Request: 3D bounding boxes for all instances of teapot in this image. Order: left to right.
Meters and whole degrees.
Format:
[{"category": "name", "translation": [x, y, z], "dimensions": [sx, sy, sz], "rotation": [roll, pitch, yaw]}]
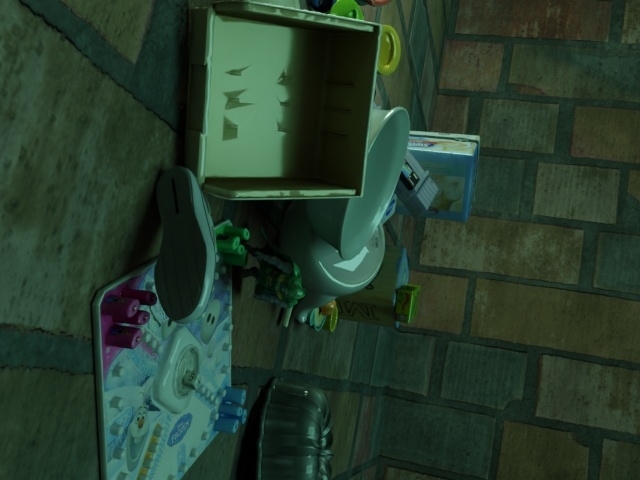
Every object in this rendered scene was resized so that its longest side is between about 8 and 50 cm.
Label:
[{"category": "teapot", "translation": [0.000, 0.000, 1.430], "dimensions": [0.256, 0.187, 0.252], "rotation": [-47, 112, -34]}]

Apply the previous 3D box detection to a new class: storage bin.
[{"category": "storage bin", "translation": [-0.058, -0.201, 0.992], "dimensions": [0.260, 0.123, 0.262], "rotation": [-4, 107, -38]}]

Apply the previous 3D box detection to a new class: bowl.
[{"category": "bowl", "translation": [0.048, -0.123, 1.246], "dimensions": [0.298, 0.134, 0.298], "rotation": [-55, 159, -33]}]

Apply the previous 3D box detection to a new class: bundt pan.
[{"category": "bundt pan", "translation": [-0.045, 0.472, 1.497], "dimensions": [0.331, 0.124, 0.331], "rotation": [0, 90, -79]}]

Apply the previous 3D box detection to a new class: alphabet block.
[{"category": "alphabet block", "translation": [0.146, 0.128, 1.980], "dimensions": [0.193, 0.197, 0.192], "rotation": [74, 27, -56]}]

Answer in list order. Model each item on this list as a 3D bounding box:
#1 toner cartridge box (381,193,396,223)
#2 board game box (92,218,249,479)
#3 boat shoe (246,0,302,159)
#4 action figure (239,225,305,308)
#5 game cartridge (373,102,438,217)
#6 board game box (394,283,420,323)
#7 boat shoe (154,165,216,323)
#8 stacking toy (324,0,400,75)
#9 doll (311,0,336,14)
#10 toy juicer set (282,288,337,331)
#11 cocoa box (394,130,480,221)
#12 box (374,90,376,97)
[{"category": "toner cartridge box", "translation": [0.138, -0.120, 1.827], "dimensions": [0.348, 0.075, 0.165], "rotation": [-40, 137, -65]}, {"category": "board game box", "translation": [-0.203, 0.200, 1.021], "dimensions": [0.390, 0.050, 0.390], "rotation": [-42, 137, -67]}, {"category": "boat shoe", "translation": [-0.097, -0.274, 1.085], "dimensions": [0.116, 0.096, 0.324], "rotation": [-13, 112, -30]}, {"category": "action figure", "translation": [-0.081, 0.060, 1.138], "dimensions": [0.232, 0.063, 0.137], "rotation": [-157, -113, -63]}, {"category": "game cartridge", "translation": [0.189, -0.240, 1.812], "dimensions": [0.355, 0.068, 0.230], "rotation": [53, 21, -5]}, {"category": "board game box", "translation": [0.252, 0.180, 1.930], "dimensions": [0.181, 0.043, 0.092], "rotation": [-2, 99, -75]}, {"category": "boat shoe", "translation": [-0.166, 0.008, 0.883], "dimensions": [0.076, 0.083, 0.226], "rotation": [47, 32, -57]}, {"category": "stacking toy", "translation": [0.068, -0.564, 1.620], "dimensions": [0.279, 0.130, 0.309], "rotation": [-8, 104, -47]}, {"category": "doll", "translation": [0.009, -0.544, 1.425], "dimensions": [0.129, 0.046, 0.189], "rotation": [-8, 106, -67]}, {"category": "toy juicer set", "translation": [0.000, 0.119, 1.647], "dimensions": [0.329, 0.089, 0.209], "rotation": [28, 71, -73]}, {"category": "cocoa box", "translation": [0.328, -0.218, 2.182], "dimensions": [0.228, 0.347, 0.231], "rotation": [-52, 146, -61]}, {"category": "box", "translation": [0.003, -0.302, 1.307], "dimensions": [0.247, 0.163, 0.142], "rotation": [60, 42, -67]}]
